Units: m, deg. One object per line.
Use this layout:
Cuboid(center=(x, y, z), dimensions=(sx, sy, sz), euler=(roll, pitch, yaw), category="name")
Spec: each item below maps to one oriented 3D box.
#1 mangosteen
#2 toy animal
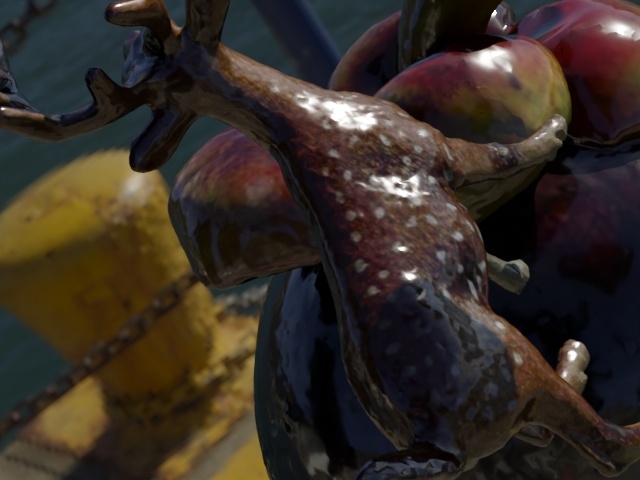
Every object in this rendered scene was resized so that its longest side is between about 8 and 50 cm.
Cuboid(center=(0.121, 0.034, 1.053), dimensions=(0.382, 0.435, 0.382), euler=(-24, 39, 21), category="mangosteen")
Cuboid(center=(0.010, -0.015, 0.683), dimensions=(0.087, 0.260, 0.243), euler=(-54, 48, 27), category="toy animal")
